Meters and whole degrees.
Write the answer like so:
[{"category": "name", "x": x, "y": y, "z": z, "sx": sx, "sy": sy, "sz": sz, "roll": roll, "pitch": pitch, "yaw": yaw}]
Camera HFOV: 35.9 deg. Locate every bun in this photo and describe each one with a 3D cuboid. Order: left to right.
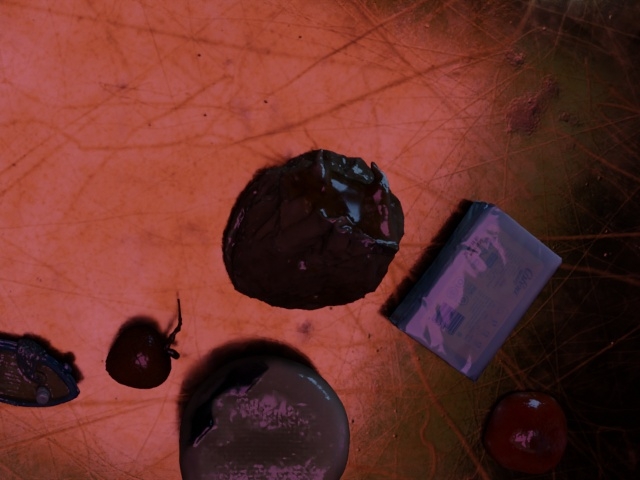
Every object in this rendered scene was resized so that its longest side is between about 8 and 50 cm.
[{"category": "bun", "x": -0.092, "y": 0.329, "z": 1.615, "sx": 0.283, "sy": 0.179, "sz": 0.283, "roll": 1, "pitch": 74, "yaw": -4}]

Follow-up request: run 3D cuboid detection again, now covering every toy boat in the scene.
[{"category": "toy boat", "x": -0.497, "y": 0.211, "z": 1.566, "sx": 0.237, "sy": 0.098, "sz": 0.109, "roll": 15, "pitch": 95, "yaw": -11}]

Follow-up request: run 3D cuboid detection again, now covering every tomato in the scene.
[{"category": "tomato", "x": 0.373, "y": 0.342, "z": 1.738, "sx": 0.155, "sy": 0.069, "sz": 0.156, "roll": -1, "pitch": 94, "yaw": -10}]

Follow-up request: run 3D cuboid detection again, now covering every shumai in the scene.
[{"category": "shumai", "x": 0.000, "y": 0.000, "z": 1.550, "sx": 0.314, "sy": 0.262, "sz": 0.267, "roll": -29, "pitch": 98, "yaw": -4}]

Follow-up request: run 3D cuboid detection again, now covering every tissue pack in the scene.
[{"category": "tissue pack", "x": 0.264, "y": 0.085, "z": 1.689, "sx": 0.177, "sy": 0.089, "sz": 0.263, "roll": 36, "pitch": 86, "yaw": -12}]

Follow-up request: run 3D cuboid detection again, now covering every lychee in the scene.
[{"category": "lychee", "x": -0.281, "y": 0.182, "z": 1.591, "sx": 0.140, "sy": 0.101, "sz": 0.114, "roll": -24, "pitch": 92, "yaw": 24}]
